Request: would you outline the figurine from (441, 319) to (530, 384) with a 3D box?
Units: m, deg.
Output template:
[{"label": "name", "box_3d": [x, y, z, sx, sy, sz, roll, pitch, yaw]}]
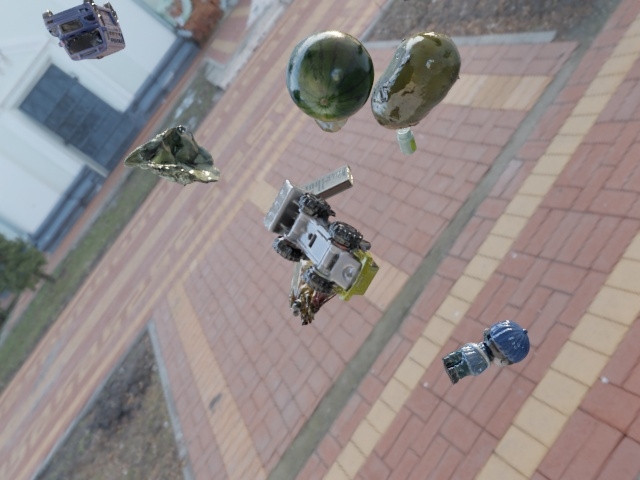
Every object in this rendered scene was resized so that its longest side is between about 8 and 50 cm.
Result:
[{"label": "figurine", "box_3d": [0.280, 0.187, 1.240, 0.149, 0.087, 0.086, -22, 41, 1]}]

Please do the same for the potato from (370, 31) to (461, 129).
[{"label": "potato", "box_3d": [0.210, -0.352, 1.658, 0.262, 0.165, 0.165, -56, 14, 40]}]

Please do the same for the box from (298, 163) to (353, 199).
[{"label": "box", "box_3d": [0.011, -0.153, 2.136, 0.177, 0.036, 0.115, -25, 27, 14]}]

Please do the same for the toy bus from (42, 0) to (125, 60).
[{"label": "toy bus", "box_3d": [-0.583, -0.524, 1.837, 0.125, 0.133, 0.292, -20, 13, 3]}]

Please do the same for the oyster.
[{"label": "oyster", "box_3d": [-0.314, -0.176, 1.654, 0.087, 0.199, 0.252, -23, 28, 26]}]

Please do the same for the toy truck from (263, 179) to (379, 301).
[{"label": "toy truck", "box_3d": [0.000, 0.000, 1.372, 0.286, 0.111, 0.136, 46, 112, 45]}]

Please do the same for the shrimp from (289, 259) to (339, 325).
[{"label": "shrimp", "box_3d": [0.002, 0.095, 1.707, 0.294, 0.154, 0.062, -69, -18, -45]}]

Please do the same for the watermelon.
[{"label": "watermelon", "box_3d": [0.021, -0.348, 1.519, 0.188, 0.188, 0.215, -39, 29, 35]}]

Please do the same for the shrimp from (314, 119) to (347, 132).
[{"label": "shrimp", "box_3d": [0.020, -0.373, 1.834, 0.051, 0.217, 0.150, -25, 31, -31]}]

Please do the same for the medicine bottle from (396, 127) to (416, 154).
[{"label": "medicine bottle", "box_3d": [0.243, -0.286, 2.072, 0.047, 0.083, 0.047, -11, 49, 13]}]
